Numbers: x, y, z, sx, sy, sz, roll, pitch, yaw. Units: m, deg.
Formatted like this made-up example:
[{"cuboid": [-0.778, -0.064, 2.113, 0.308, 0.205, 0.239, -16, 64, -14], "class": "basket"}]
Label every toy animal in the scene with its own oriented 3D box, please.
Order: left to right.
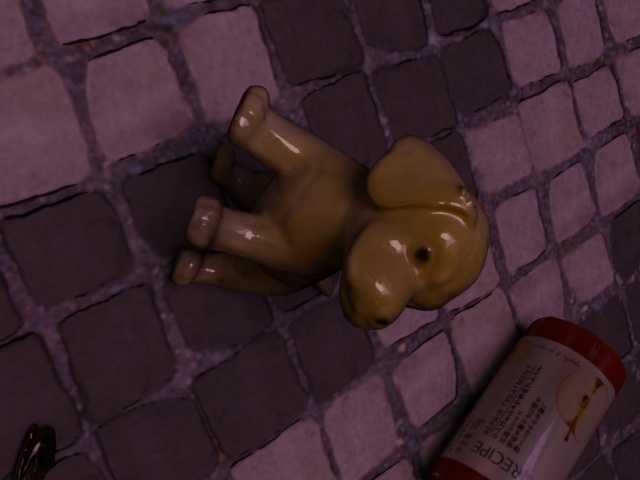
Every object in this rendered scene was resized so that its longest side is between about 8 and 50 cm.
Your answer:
[{"cuboid": [-0.008, -0.006, 0.487, 0.168, 0.233, 0.121, 25, 74, -23], "class": "toy animal"}]

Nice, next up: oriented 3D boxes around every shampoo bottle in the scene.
[{"cuboid": [0.172, 0.206, 0.678, 0.278, 0.104, 0.104, -49, 116, -21], "class": "shampoo bottle"}]

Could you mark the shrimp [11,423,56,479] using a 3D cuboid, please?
[{"cuboid": [-0.228, 0.120, 0.460, 0.124, 0.034, 0.178, -2, 95, -35], "class": "shrimp"}]
